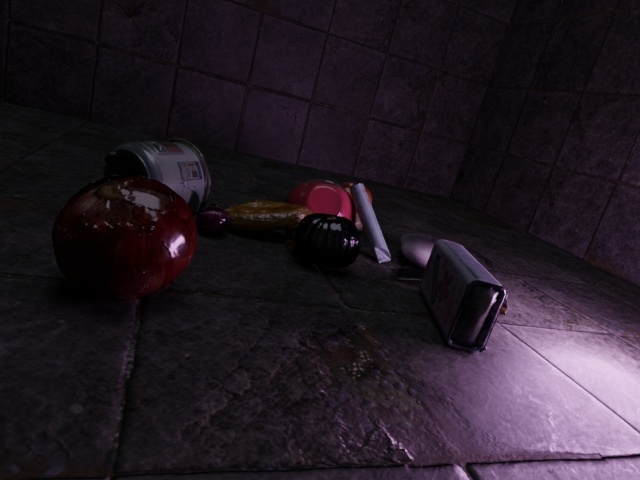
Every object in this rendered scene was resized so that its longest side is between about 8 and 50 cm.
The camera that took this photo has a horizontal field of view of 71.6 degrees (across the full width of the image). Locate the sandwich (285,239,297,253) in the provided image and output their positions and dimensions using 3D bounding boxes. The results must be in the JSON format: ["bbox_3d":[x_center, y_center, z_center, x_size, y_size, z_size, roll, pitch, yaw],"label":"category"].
[{"bbox_3d":[-0.087,0.021,1.475,0.044,0.031,0.083,6,18,-23],"label":"sandwich"}]

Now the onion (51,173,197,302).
[{"bbox_3d":[-0.399,-0.005,0.916,0.276,0.276,0.276,14,16,-4],"label":"onion"}]

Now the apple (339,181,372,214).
[{"bbox_3d":[0.141,-0.198,2.170,0.210,0.173,0.235,23,19,27],"label":"apple"}]

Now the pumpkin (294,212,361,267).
[{"bbox_3d":[0.021,0.000,1.410,0.220,0.162,0.220,8,9,-1],"label":"pumpkin"}]

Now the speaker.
[{"bbox_3d":[-0.002,-0.113,1.751,0.294,0.294,0.294,14,16,-4],"label":"speaker"}]

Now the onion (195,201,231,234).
[{"bbox_3d":[-0.343,-0.071,1.427,0.115,0.104,0.115,2,1,0],"label":"onion"}]

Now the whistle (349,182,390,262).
[{"bbox_3d":[0.183,-0.064,1.647,0.062,0.312,0.062,-17,-15,-5],"label":"whistle"}]

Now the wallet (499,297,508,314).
[{"bbox_3d":[0.497,0.172,1.479,0.243,0.039,0.133,20,18,19],"label":"wallet"}]

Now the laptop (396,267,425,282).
[{"bbox_3d":[0.349,0.118,1.495,0.180,0.016,0.129,2,12,14],"label":"laptop"}]

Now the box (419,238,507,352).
[{"bbox_3d":[0.378,0.137,1.221,0.112,0.190,0.370,13,17,-4],"label":"box"}]

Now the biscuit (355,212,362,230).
[{"bbox_3d":[0.095,-0.102,1.973,0.179,0.084,0.281,6,20,-44],"label":"biscuit"}]

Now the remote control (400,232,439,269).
[{"bbox_3d":[0.416,0.045,1.719,0.221,0.103,0.332,22,16,3],"label":"remote control"}]

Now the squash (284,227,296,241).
[{"bbox_3d":[0.000,0.000,1.561,0.258,0.069,0.069,15,16,-2],"label":"squash"}]

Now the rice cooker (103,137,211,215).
[{"bbox_3d":[-0.500,-0.187,1.399,0.316,0.264,0.316,19,23,-9],"label":"rice cooker"}]

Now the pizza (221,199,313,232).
[{"bbox_3d":[-0.198,-0.086,1.577,0.335,0.086,0.226,-6,20,-14],"label":"pizza"}]
